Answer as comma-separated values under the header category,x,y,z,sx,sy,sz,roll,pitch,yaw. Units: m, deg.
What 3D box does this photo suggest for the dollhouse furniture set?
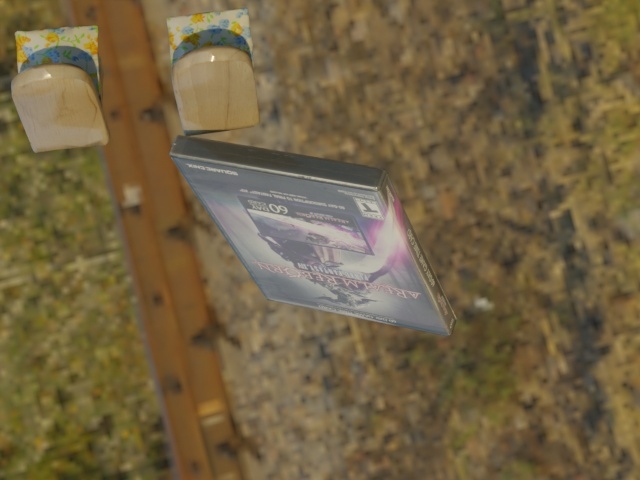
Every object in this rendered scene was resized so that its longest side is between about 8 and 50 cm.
category,x,y,z,sx,sy,sz,roll,pitch,yaw
dollhouse furniture set,-0.262,-0.284,1.422,0.256,0.394,0.362,87,175,-70

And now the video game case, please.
category,x,y,z,sx,sy,sz,roll,pitch,yaw
video game case,0.000,0.000,1.521,0.274,0.196,0.026,61,-135,-56
